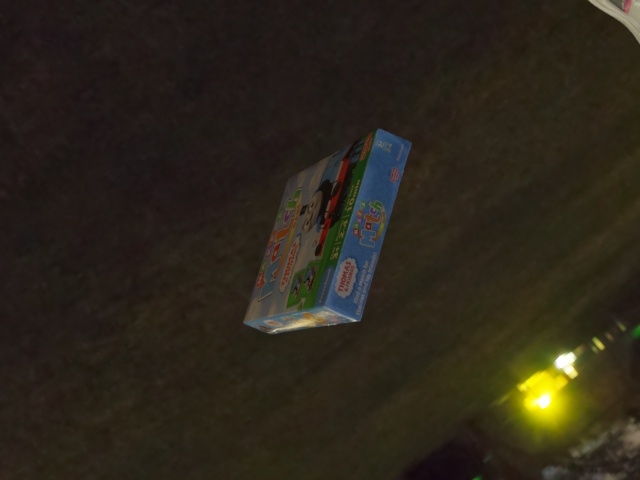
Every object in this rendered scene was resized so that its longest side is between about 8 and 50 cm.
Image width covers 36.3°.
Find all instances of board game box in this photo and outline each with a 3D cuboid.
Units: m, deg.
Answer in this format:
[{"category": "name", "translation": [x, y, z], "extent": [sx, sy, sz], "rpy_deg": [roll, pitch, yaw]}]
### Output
[{"category": "board game box", "translation": [0.000, 0.000, 0.887], "extent": [0.211, 0.039, 0.160], "rpy_deg": [-22, -131, 67]}]

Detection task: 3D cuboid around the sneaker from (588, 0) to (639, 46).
[{"category": "sneaker", "translation": [0.334, -0.211, 0.837], "extent": [0.124, 0.295, 0.178], "rpy_deg": [-47, -162, -15]}]
